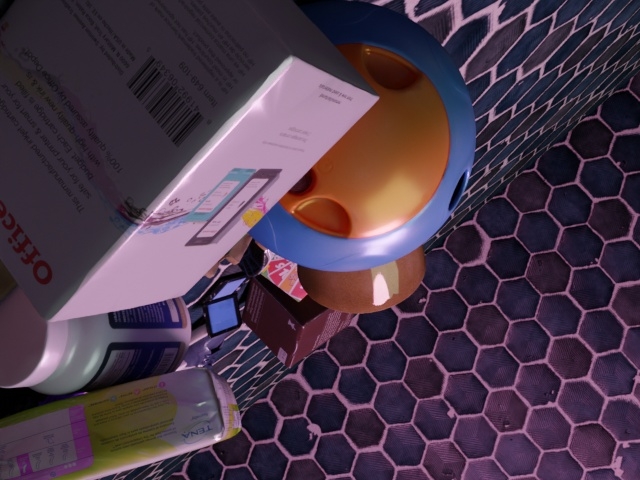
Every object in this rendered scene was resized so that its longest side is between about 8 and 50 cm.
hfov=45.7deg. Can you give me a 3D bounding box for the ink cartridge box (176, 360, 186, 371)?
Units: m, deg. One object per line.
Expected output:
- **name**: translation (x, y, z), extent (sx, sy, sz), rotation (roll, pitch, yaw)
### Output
- **ink cartridge box**: translation (-0.376, 0.291, 1.469), extent (0.158, 0.092, 0.218), rotation (-26, 159, -47)

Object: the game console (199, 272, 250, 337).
- **game console**: translation (-0.179, 0.126, 1.519), extent (0.107, 0.071, 0.122), rotation (-46, 166, 24)

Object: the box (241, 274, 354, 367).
- **box**: translation (-0.038, 0.136, 1.685), extent (0.203, 0.167, 0.168), rotation (-30, 154, -36)

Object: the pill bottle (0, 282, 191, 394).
- **pill bottle**: translation (-0.294, 0.114, 0.954), extent (0.153, 0.153, 0.265), rotation (-43, 159, 13)

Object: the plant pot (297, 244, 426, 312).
- **plant pot**: translation (0.064, -0.044, 1.308), extent (0.237, 0.237, 0.254), rotation (-34, 141, -25)

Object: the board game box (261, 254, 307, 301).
- **board game box**: translation (0.000, 0.000, 1.513), extent (0.259, 0.124, 0.039), rotation (-45, -155, 13)

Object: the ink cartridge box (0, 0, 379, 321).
- **ink cartridge box**: translation (-0.134, -0.101, 0.618), extent (0.270, 0.198, 0.197), rotation (-43, 167, 17)

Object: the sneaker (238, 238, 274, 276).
- **sneaker**: translation (-0.087, -0.011, 1.304), extent (0.081, 0.080, 0.211), rotation (-29, 163, -41)

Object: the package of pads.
- **package of pads**: translation (-0.260, 0.245, 0.976), extent (0.296, 0.101, 0.229), rotation (-15, 168, -5)

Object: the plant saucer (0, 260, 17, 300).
- **plant saucer**: translation (-0.385, 0.032, 0.704), extent (0.278, 0.041, 0.278), rotation (-37, 167, -10)

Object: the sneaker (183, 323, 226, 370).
- **sneaker**: translation (-0.280, 0.310, 1.672), extent (0.350, 0.148, 0.131), rotation (-47, 165, 25)

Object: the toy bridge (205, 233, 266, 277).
- **toy bridge**: translation (-0.134, 0.010, 1.250), extent (0.188, 0.026, 0.063), rotation (-24, -147, 46)

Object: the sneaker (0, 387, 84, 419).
- **sneaker**: translation (-0.440, 0.233, 1.074), extent (0.293, 0.102, 0.146), rotation (-43, 166, 11)

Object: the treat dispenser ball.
- **treat dispenser ball**: translation (0.021, -0.110, 0.821), extent (0.288, 0.288, 0.288), rotation (-38, 167, -11)
